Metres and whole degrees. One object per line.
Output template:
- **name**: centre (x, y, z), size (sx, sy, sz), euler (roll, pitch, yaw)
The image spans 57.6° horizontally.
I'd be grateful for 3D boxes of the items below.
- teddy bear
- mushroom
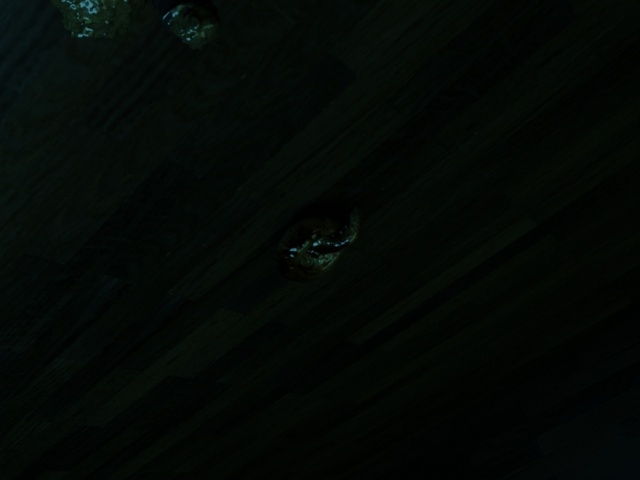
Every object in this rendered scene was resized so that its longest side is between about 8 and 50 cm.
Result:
- **teddy bear**: centre (-0.120, -0.263, 0.508), size (0.251, 0.181, 0.129), euler (-23, -179, 2)
- **mushroom**: centre (0.000, -0.002, 0.951), size (0.171, 0.080, 0.135), euler (-34, 155, 18)
